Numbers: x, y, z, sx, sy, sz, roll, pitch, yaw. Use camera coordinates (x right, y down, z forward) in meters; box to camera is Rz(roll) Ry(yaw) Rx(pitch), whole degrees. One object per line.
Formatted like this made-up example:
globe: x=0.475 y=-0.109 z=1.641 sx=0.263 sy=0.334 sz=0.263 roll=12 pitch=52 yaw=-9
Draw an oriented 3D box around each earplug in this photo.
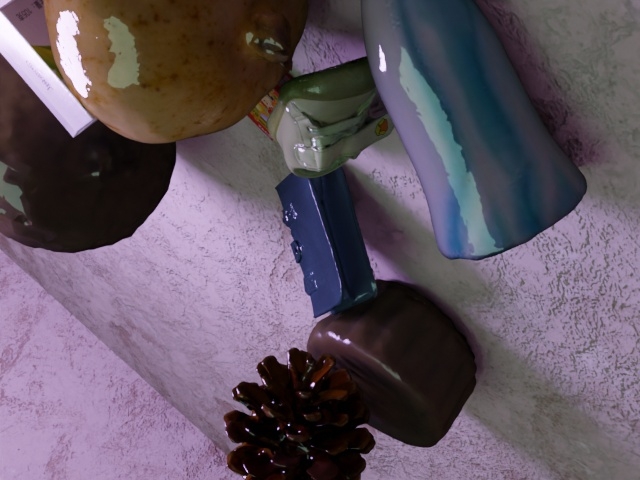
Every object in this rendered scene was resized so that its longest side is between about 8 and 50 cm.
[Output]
earplug: x=0.144 y=-0.160 z=1.042 sx=0.185 sy=0.185 sz=0.324 roll=-1 pitch=124 yaw=56

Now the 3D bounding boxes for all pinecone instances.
pinecone: x=-0.040 y=0.291 z=1.507 sx=0.264 sy=0.264 sz=0.264 roll=34 pitch=152 yaw=21

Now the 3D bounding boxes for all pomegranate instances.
pomegranate: x=-0.159 y=-0.278 z=1.141 sx=0.342 sy=0.342 sz=0.342 roll=34 pitch=152 yaw=21

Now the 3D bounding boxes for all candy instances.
candy: x=-0.066 y=-0.203 z=1.414 sx=0.062 sy=0.038 sz=0.122 roll=45 pitch=154 yaw=-1

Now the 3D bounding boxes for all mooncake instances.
mooncake: x=0.124 y=0.206 z=1.601 sx=0.290 sy=0.161 sz=0.290 roll=33 pitch=153 yaw=20

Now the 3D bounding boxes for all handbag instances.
handbag: x=0.000 y=0.000 z=1.484 sx=0.179 sy=0.062 sz=0.229 roll=-32 pitch=72 yaw=64

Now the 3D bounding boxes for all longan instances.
longan: x=-0.422 y=-0.174 z=1.593 sx=0.391 sy=0.391 sz=0.391 roll=34 pitch=152 yaw=21

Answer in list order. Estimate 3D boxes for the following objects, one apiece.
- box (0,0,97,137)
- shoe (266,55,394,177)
box: x=-0.316 y=-0.308 z=1.372 sx=0.194 sy=0.260 sz=0.111 roll=50 pitch=149 yaw=-14
shoe: x=0.016 y=-0.165 z=1.259 sx=0.128 sy=0.140 sz=0.262 roll=57 pitch=158 yaw=-3
